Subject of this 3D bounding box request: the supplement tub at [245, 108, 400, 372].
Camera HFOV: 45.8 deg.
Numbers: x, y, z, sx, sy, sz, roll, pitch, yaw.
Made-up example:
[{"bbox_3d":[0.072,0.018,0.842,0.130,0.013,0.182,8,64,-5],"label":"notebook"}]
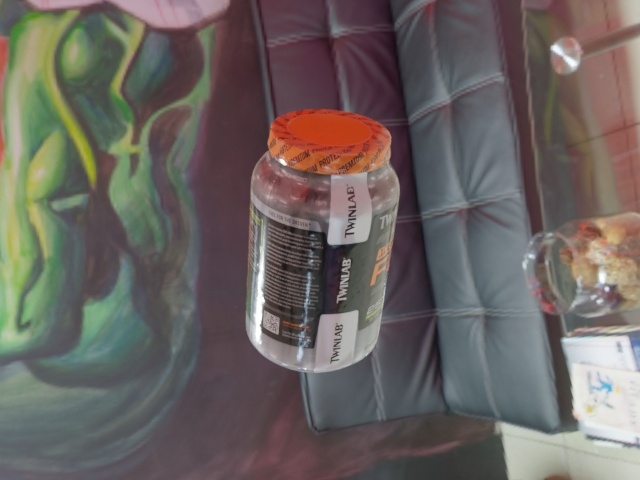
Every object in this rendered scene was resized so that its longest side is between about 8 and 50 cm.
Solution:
[{"bbox_3d":[0.000,0.000,1.008,0.193,0.193,0.316,-128,36,-51],"label":"supplement tub"}]
